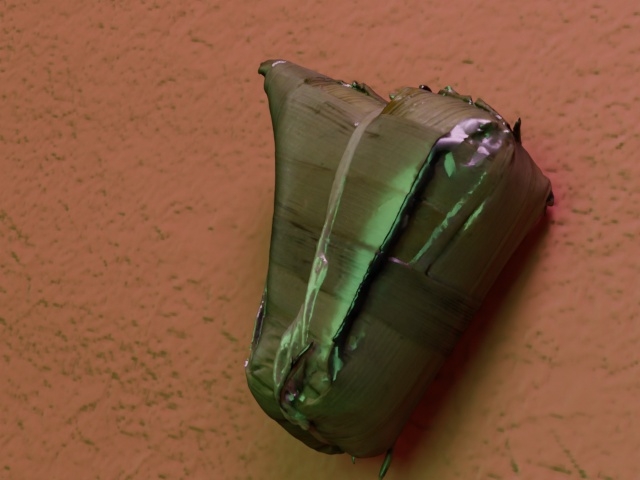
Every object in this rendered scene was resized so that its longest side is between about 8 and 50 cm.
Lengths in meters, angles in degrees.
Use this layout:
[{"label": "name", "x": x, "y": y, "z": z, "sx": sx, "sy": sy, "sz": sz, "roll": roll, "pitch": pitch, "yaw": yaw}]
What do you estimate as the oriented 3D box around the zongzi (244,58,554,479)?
[{"label": "zongzi", "x": 0.000, "y": 0.000, "z": 0.958, "sx": 0.197, "sy": 0.099, "sz": 0.194, "roll": 24, "pitch": 79, "yaw": 38}]
